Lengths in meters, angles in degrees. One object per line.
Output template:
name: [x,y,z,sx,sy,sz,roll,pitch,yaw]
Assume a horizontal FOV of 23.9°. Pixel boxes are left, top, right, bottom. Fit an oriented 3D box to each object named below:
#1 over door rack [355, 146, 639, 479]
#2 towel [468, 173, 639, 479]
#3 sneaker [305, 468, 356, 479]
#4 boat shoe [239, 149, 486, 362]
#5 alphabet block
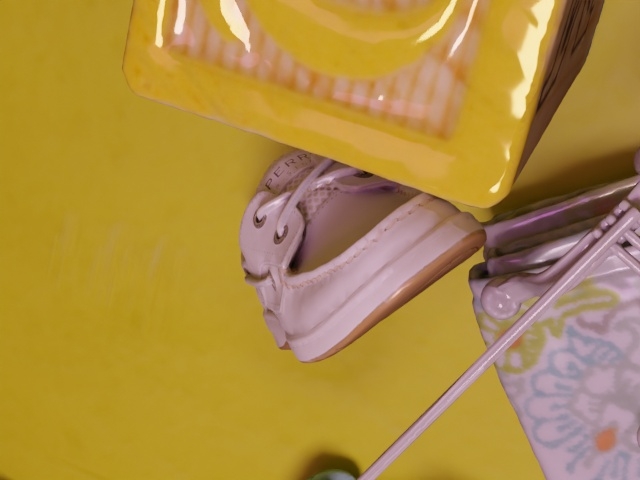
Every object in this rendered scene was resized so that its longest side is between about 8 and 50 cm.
over door rack: [0.141,0.142,0.752,0.239,0.108,0.324,41,102,-1]
towel: [0.285,0.112,0.810,0.320,0.090,0.374,-17,106,29]
sneaker: [0.082,0.238,0.910,0.283,0.110,0.122,26,113,21]
boat shoe: [0.000,0.000,0.781,0.098,0.277,0.096,-32,92,-15]
alphabet block: [0.042,-0.156,0.710,0.192,0.197,0.193,17,118,12]
